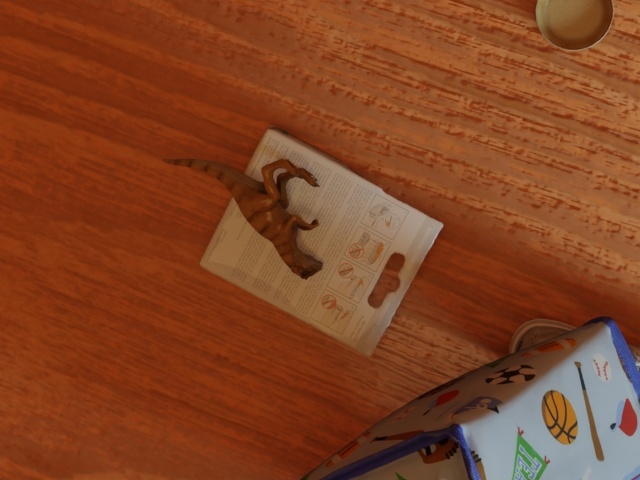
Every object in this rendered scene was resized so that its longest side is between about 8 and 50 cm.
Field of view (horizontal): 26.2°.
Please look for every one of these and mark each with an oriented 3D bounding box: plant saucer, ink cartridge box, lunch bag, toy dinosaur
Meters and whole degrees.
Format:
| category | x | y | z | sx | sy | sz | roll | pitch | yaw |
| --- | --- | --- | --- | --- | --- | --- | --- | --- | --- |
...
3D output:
| category | x | y | z | sx | sy | sz | roll | pitch | yaw |
| --- | --- | --- | --- | --- | --- | --- | --- | --- | --- |
| plant saucer | 0.275 | -0.248 | 1.492 | 0.083 | 0.015 | 0.083 | 1 | 98 | 9 |
| ink cartridge box | 0.000 | 0.000 | 1.560 | 0.225 | 0.056 | 0.181 | 28 | 101 | 0 |
| lunch bag | 0.120 | 0.275 | 1.374 | 0.385 | 0.328 | 0.239 | -28 | 85 | 39 |
| toy dinosaur | -0.068 | -0.046 | 1.502 | 0.112 | 0.064 | 0.211 | -43 | 92 | 12 |

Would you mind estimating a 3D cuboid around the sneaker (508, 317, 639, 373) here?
| category | x | y | z | sx | sy | sz | roll | pitch | yaw |
| --- | --- | --- | --- | --- | --- | --- | --- | --- | --- |
| sneaker | 0.340 | 0.164 | 1.488 | 0.281 | 0.115 | 0.105 | 11 | 100 | 8 |
